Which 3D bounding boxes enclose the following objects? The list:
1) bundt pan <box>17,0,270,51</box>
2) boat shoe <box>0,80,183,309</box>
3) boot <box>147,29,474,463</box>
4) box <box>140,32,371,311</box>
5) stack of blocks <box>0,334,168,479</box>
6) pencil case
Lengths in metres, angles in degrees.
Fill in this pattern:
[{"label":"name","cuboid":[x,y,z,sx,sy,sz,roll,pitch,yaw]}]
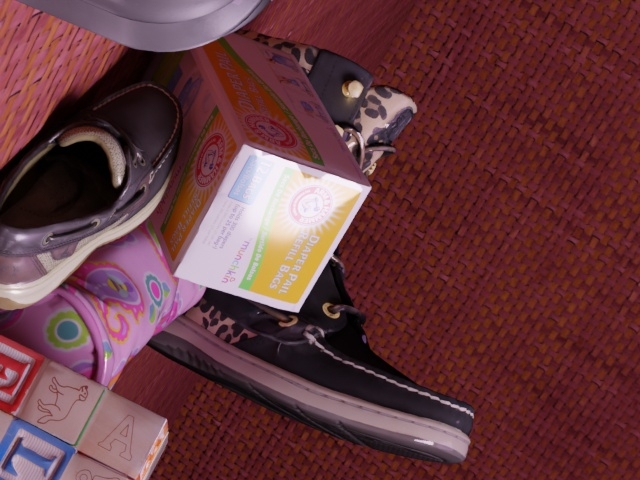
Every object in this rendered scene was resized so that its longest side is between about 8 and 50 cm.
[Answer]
[{"label":"bundt pan","cuboid":[-0.027,-0.229,0.892,0.331,0.124,0.331,-58,176,-6]},{"label":"boat shoe","cuboid":[-0.147,-0.042,1.209,0.223,0.080,0.073,-49,176,-44]},{"label":"boot","cuboid":[0.000,0.000,1.559,0.284,0.377,0.138,-63,151,-9]},{"label":"box","cuboid":[-0.059,-0.058,1.339,0.114,0.103,0.203,-59,-149,22]},{"label":"stack of blocks","cuboid":[-0.236,0.208,1.162,0.297,0.171,0.087,-62,177,-16]},{"label":"pencil case","cuboid":[-0.170,0.042,1.380,0.124,0.124,0.284,-59,178,20]}]
